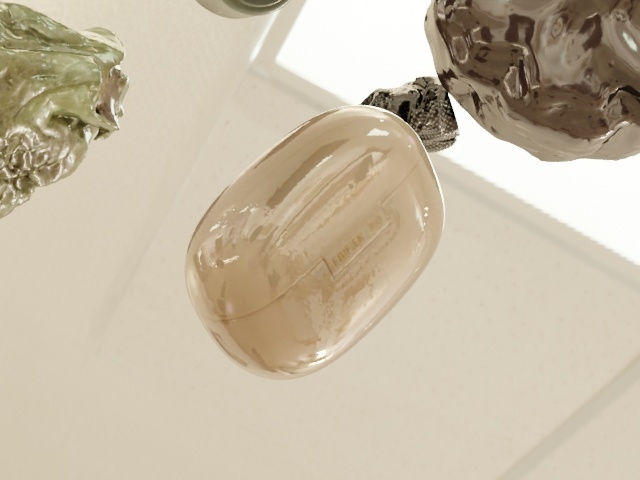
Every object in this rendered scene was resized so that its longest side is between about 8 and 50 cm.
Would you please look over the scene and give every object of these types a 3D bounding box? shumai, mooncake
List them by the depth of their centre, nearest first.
[{"bbox_3d":[0.231,-0.211,0.953,0.283,0.283,0.141,17,-12,5],"label":"mooncake"},{"bbox_3d":[-0.310,-0.150,1.173,0.218,0.189,0.256,-14,-49,-9],"label":"shumai"}]

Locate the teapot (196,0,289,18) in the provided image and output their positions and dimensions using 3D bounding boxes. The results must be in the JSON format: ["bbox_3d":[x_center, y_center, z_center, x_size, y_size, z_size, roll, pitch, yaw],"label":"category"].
[{"bbox_3d":[-0.098,-0.355,1.400,0.239,0.149,0.162,-12,-66,-16],"label":"teapot"}]

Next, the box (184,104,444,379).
[{"bbox_3d":[0.000,0.000,0.730,0.088,0.200,0.146,14,-40,49],"label":"box"}]

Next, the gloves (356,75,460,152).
[{"bbox_3d":[0.056,-0.114,1.196,0.180,0.129,0.106,-18,-64,2],"label":"gloves"}]
